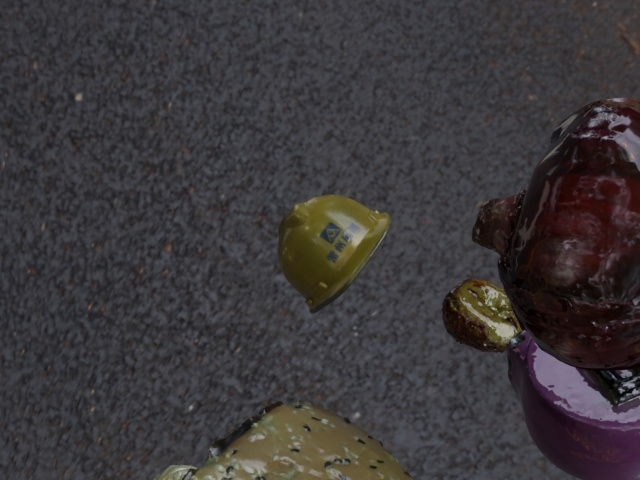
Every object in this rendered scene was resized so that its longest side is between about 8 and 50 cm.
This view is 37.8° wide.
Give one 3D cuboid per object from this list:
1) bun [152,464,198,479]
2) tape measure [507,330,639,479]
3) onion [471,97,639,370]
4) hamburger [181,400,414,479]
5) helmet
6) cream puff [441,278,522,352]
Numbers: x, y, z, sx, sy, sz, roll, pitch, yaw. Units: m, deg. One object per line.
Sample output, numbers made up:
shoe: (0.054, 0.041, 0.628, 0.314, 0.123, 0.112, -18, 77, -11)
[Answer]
bun: (-0.208, 0.397, 1.321, 0.111, 0.164, 0.188, 57, 33, -31)
tape measure: (0.350, 0.166, 1.135, 0.231, 0.149, 0.245, -21, 40, -14)
onion: (0.243, -0.001, 0.843, 0.219, 0.252, 0.252, 10, 57, 24)
hamburger: (-0.010, 0.339, 0.988, 0.276, 0.195, 0.318, 29, 30, 18)
helmet: (0.000, 0.000, 1.519, 0.140, 0.257, 0.205, 37, 80, -3)
cream puff: (0.265, 0.131, 1.521, 0.149, 0.084, 0.149, 13, 36, -9)
